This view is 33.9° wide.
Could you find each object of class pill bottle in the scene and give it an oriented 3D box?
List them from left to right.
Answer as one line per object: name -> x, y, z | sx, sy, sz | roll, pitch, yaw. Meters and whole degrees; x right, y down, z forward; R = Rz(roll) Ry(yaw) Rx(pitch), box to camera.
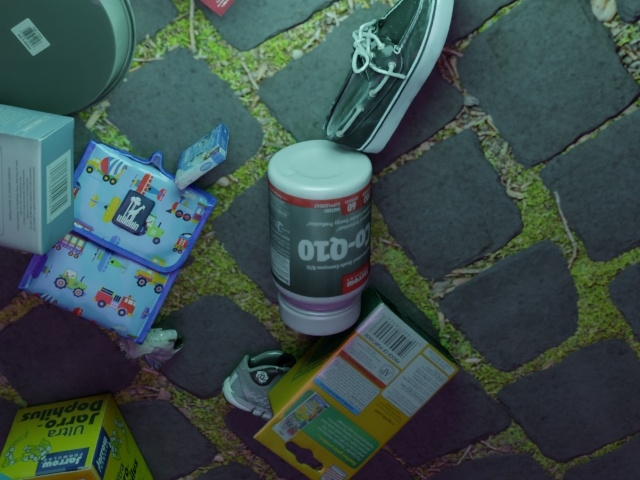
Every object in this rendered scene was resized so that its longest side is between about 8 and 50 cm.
pill bottle -> 0.000, 0.000, 1.658 | 0.161, 0.161, 0.283 | 0, 124, 1

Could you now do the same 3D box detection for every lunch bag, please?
lunch bag -> -0.318, -0.018, 1.694 | 0.220, 0.138, 0.293 | 26, 108, -14

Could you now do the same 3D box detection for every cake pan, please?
cake pan -> -0.419, -0.303, 1.531 | 0.293, 0.054, 0.293 | 1, 123, 1

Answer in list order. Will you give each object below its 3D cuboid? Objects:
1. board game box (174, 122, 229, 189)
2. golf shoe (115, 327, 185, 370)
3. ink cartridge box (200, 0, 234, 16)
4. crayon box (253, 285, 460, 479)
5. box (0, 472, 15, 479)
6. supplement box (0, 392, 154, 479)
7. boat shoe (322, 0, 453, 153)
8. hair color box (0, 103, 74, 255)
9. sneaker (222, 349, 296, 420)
board game box -> -0.183, -0.130, 1.618 | 0.090, 0.090, 0.020 | -34, 119, 21
golf shoe -> -0.293, 0.168, 1.807 | 0.086, 0.069, 0.176 | -28, 161, 6
ink cartridge box -> -0.166, -0.416, 1.438 | 0.175, 0.072, 0.127 | 35, 118, -20
crayon box -> 0.056, 0.264, 1.829 | 0.203, 0.083, 0.323 | 41, 98, -23
box -> -0.492, 0.505, 1.834 | 0.244, 0.060, 0.100 | 36, 117, -21
supplement box -> -0.438, 0.492, 1.979 | 0.194, 0.195, 0.357 | -11, 123, 8
boat shoe -> 0.089, -0.262, 1.512 | 0.104, 0.113, 0.306 | 10, 134, -23
hair color box -> -0.560, -0.115, 1.562 | 0.374, 0.114, 0.185 | 11, 116, 10
sneaker -> -0.053, 0.272, 1.889 | 0.228, 0.086, 0.132 | 23, 119, -13
